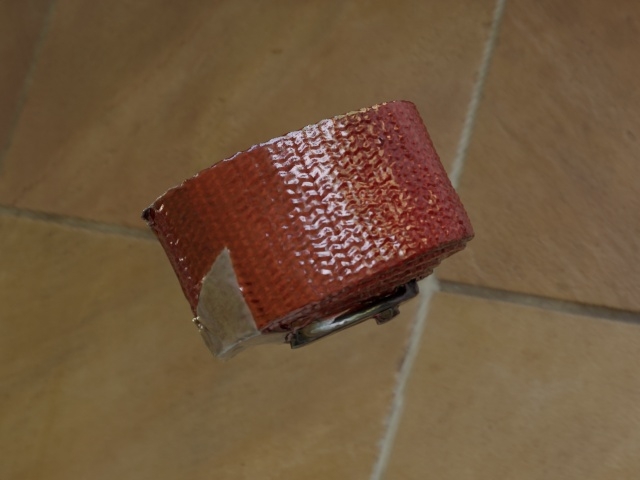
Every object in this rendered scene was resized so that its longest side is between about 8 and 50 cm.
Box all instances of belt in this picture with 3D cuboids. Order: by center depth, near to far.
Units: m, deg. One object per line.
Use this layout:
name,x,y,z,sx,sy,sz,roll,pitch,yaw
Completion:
belt,0.000,0.000,0.786,0.128,0.201,0.124,-33,80,53
